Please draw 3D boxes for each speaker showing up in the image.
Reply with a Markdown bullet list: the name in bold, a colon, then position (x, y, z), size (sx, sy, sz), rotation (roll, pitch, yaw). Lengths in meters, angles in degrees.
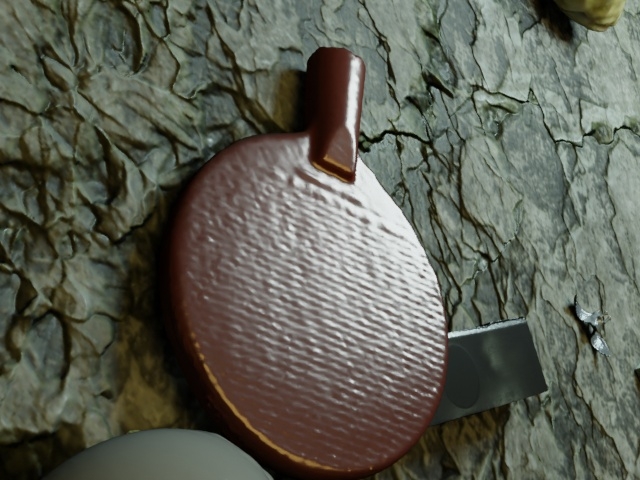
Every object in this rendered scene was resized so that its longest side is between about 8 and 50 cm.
- **speaker**: position (0.131, 0.124, 0.971), size (0.218, 0.044, 0.082), rotation (-3, 74, -48)

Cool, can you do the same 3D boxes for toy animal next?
- **toy animal**: position (0.323, 0.092, 1.213), size (0.050, 0.028, 0.084), rotation (-34, 99, -42)

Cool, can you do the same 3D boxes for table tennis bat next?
- **table tennis bat**: position (0.000, 0.000, 0.860), size (0.268, 0.051, 0.415), rotation (24, 51, -26)

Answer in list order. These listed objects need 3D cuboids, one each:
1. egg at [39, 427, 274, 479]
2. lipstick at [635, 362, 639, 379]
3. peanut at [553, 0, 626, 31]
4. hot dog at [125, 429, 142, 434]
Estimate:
- **egg**: position (-0.108, 0.212, 0.559), size (0.176, 0.176, 0.232), rotation (49, 44, -20)
- **lipstick**: position (0.432, 0.207, 1.277), size (0.030, 0.030, 0.129), rotation (-31, 96, -50)
- **peanut**: position (0.328, -0.447, 1.382), size (0.340, 0.158, 0.174), rotation (49, 22, -26)
- **hot dog**: position (-0.100, 0.159, 0.707), size (0.090, 0.034, 0.030), rotation (27, 62, -14)
